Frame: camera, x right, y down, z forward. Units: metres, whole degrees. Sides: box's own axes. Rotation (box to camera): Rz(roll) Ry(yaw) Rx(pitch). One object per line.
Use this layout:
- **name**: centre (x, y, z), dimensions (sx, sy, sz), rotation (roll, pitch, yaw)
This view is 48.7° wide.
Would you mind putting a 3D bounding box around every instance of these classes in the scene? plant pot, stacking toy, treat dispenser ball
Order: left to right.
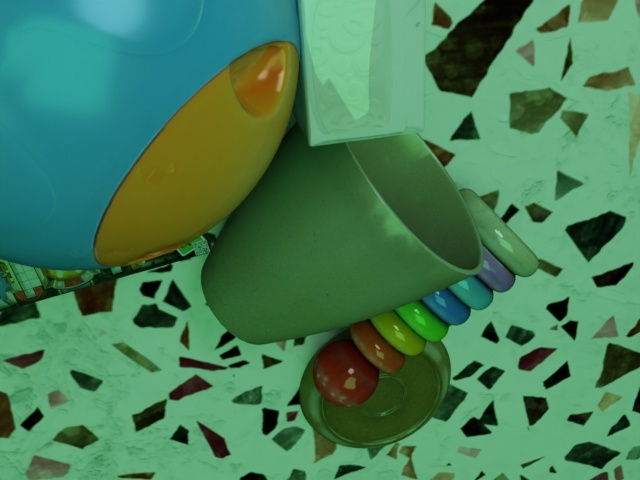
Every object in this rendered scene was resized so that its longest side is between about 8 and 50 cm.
- **treat dispenser ball**: centre (-0.156, -0.124, 0.458), dimensions (0.288, 0.288, 0.288), rotation (-6, 118, -11)
- **plant pot**: centre (0.000, 0.000, 0.812), dimensions (0.274, 0.257, 0.256), rotation (-37, 120, 26)
- **plant pot**: centre (0.087, 0.223, 1.047), dimensions (0.236, 0.032, 0.237), rotation (-5, 117, -10)
- **stacking toy**: centre (0.117, 0.090, 0.925), dimensions (0.330, 0.141, 0.141), rotation (-44, 118, 12)

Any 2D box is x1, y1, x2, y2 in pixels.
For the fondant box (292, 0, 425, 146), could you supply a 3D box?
- **fondant box**: centre (-0.003, -0.250, 0.611), dimensions (0.096, 0.330, 0.239), rotation (-9, 118, -9)

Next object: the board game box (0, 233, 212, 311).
- **board game box**: centre (-0.242, -0.015, 0.647), dimensions (0.259, 0.030, 0.136), rotation (-17, 118, -6)
